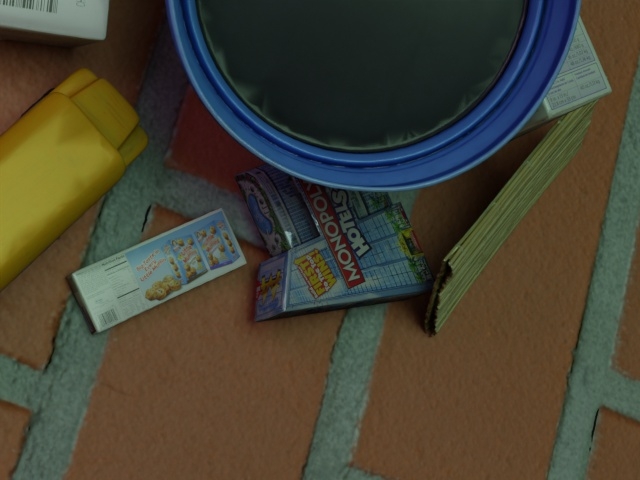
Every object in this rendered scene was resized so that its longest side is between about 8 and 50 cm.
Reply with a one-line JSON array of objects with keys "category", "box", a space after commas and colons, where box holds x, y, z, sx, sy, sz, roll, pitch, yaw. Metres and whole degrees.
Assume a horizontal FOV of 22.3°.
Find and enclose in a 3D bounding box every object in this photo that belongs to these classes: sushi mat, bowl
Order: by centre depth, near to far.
[{"category": "bowl", "box": [0.047, -0.241, 1.517, 0.391, 0.077, 0.391, -2, 99, -10]}, {"category": "sushi mat", "box": [0.211, -0.040, 1.760, 0.019, 0.151, 0.316, 33, 62, 14]}]

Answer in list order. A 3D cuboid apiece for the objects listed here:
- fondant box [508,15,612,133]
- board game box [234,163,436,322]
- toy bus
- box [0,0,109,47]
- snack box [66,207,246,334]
[{"category": "fondant box", "box": [0.146, -0.261, 1.718, 0.096, 0.238, 0.330, -24, 90, -28]}, {"category": "board game box", "box": [0.000, 0.000, 1.675, 0.194, 0.060, 0.194, -24, 90, -37]}, {"category": "toy bus", "box": [-0.294, -0.031, 1.505, 0.108, 0.130, 0.333, 49, 63, -9]}, {"category": "box", "box": [-0.295, -0.285, 1.550, 0.181, 0.119, 0.182, 5, 90, -25]}, {"category": "snack box", "box": [-0.161, 0.029, 1.620, 0.178, 0.022, 0.064, -25, 91, -29]}]
